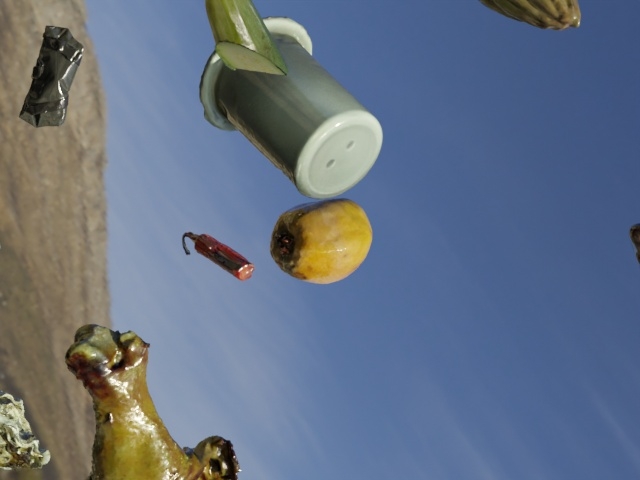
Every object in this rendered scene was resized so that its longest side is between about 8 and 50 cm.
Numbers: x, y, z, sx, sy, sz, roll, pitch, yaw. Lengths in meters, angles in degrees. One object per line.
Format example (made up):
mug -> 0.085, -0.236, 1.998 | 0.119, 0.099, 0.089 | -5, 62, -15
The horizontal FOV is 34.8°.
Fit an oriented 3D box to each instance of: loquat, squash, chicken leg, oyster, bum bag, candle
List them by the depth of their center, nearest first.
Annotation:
oyster -> -0.406, 0.216, 1.225 | 0.125, 0.064, 0.177 | -21, -62, 25
chicken leg -> -0.211, 0.278, 1.312 | 0.140, 0.212, 0.361 | -116, -154, -57
squash -> -0.119, -0.296, 1.401 | 0.090, 0.075, 0.200 | 28, -23, 44
candle -> -0.185, 0.026, 1.803 | 0.162, 0.053, 0.048 | 30, -62, 31
bum bag -> -0.499, -0.299, 1.890 | 0.087, 0.049, 0.197 | 21, -76, 1
loquat -> 0.000, 0.000, 2.049 | 0.187, 0.234, 0.176 | -31, -100, 44

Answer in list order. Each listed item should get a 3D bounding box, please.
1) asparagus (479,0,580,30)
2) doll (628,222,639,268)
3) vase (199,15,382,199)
asparagus -> 0.088, -0.234, 0.693 | 0.287, 0.080, 0.080 | 58, -26, 29
doll -> 0.498, -0.064, 1.035 | 0.339, 0.318, 0.209 | -53, -129, 35
vase -> -0.036, -0.222, 1.788 | 0.291, 0.245, 0.245 | 46, -32, 34
